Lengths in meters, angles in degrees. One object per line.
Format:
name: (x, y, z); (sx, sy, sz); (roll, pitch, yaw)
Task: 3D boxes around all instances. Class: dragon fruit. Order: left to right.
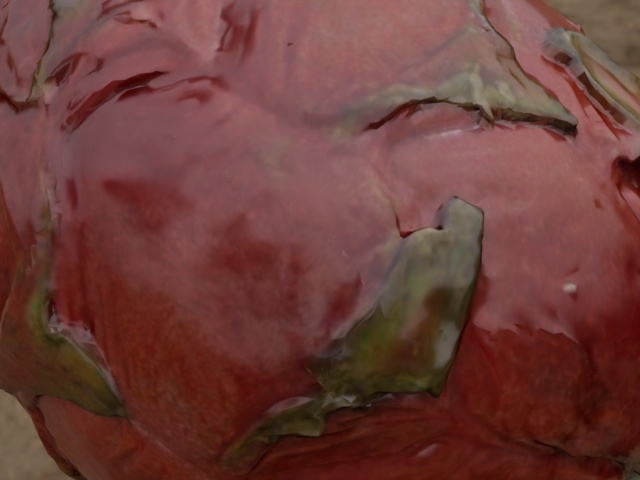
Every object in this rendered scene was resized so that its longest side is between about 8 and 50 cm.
dragon fruit: (0.000, 0.000, 0.704); (0.342, 0.277, 0.277); (41, 47, 11)
